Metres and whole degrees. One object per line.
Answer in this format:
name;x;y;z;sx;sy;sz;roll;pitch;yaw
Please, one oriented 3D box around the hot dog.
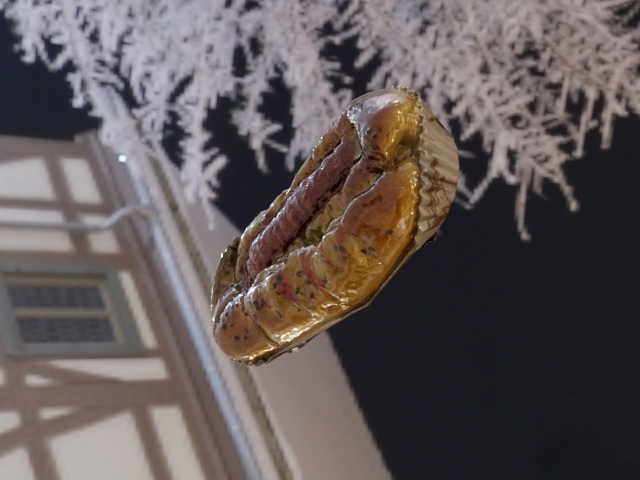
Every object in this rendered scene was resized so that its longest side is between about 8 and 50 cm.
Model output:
hot dog;0.000;0.000;0.852;0.252;0.069;0.131;-44;-139;37
